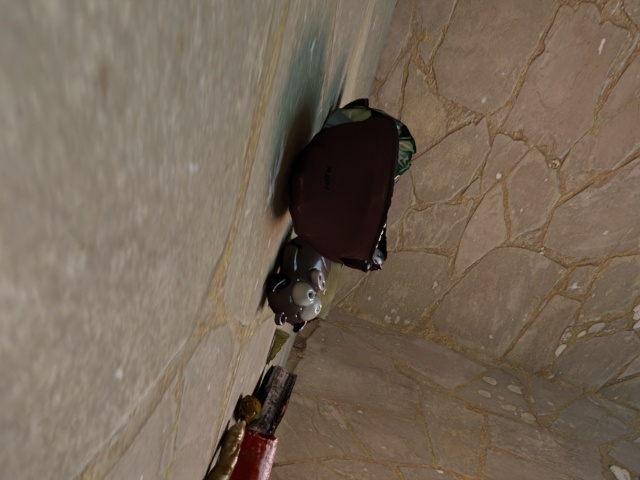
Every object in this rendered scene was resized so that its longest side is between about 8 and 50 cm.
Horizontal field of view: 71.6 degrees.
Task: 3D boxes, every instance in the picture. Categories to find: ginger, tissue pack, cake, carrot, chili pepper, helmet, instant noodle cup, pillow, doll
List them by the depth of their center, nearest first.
[{"bbox_3d":[0.039,-0.088,0.804,0.338,0.197,0.271,18,82,-80],"label":"helmet"},{"bbox_3d":[-0.043,0.084,1.014,0.182,0.117,0.257,65,32,-40],"label":"doll"},{"bbox_3d":[-0.219,0.502,1.018,0.193,0.053,0.176,123,-12,-69],"label":"ginger"},{"bbox_3d":[0.096,-0.185,1.086,0.178,0.240,0.240,110,0,-54],"label":"instant noodle cup"},{"bbox_3d":[-0.218,0.661,1.130,0.131,0.135,0.338,-32,-142,58],"label":"chili pepper"},{"bbox_3d":[-0.193,0.466,1.198,0.228,0.069,0.069,104,5,-61],"label":"carrot"},{"bbox_3d":[-0.027,0.118,1.221,0.302,0.075,0.185,29,79,-59],"label":"pillow"},{"bbox_3d":[-0.195,0.607,1.495,0.332,0.123,0.245,-56,169,-69],"label":"tissue pack"},{"bbox_3d":[-0.150,0.379,1.561,0.051,0.055,0.140,-89,-162,-78],"label":"cake"}]

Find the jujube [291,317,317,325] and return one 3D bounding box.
[{"bbox_3d":[-0.053,0.249,1.762,0.236,0.168,0.168,-57,-176,27],"label":"jujube"}]

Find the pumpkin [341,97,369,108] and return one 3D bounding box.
[{"bbox_3d":[0.081,-0.294,1.213,0.119,0.108,0.183,-84,174,-60],"label":"pumpkin"}]
